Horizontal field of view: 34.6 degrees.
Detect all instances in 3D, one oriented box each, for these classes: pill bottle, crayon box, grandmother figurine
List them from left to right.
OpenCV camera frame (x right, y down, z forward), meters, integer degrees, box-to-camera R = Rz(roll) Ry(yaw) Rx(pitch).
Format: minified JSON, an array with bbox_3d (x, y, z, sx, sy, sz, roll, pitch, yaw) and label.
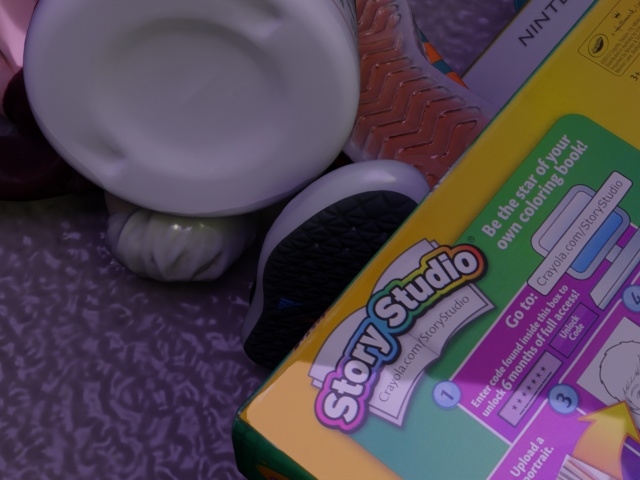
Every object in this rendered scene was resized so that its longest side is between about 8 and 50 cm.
[{"bbox_3d":[-0.166,-0.101,0.649,0.208,0.104,0.342,-40,70,-11],"label":"grandmother figurine"},{"bbox_3d":[-0.061,-0.163,0.581,0.161,0.161,0.283,1,45,-1],"label":"pill bottle"},{"bbox_3d":[0.115,0.031,0.422,0.165,0.081,0.278,37,69,14],"label":"crayon box"}]

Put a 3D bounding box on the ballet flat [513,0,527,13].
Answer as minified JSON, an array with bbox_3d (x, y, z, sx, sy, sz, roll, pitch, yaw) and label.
[{"bbox_3d":[0.227,-0.096,0.677,0.086,0.086,0.248,-32,72,-15],"label":"ballet flat"}]

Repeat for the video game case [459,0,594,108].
[{"bbox_3d":[0.240,-0.079,0.593,0.275,0.248,0.035,52,30,18],"label":"video game case"}]

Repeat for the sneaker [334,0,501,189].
[{"bbox_3d":[0.052,-0.063,0.644,0.108,0.121,0.302,-34,50,1],"label":"sneaker"}]

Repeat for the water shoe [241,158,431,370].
[{"bbox_3d":[0.000,0.000,0.550,0.073,0.203,0.080,16,56,-13],"label":"water shoe"}]
